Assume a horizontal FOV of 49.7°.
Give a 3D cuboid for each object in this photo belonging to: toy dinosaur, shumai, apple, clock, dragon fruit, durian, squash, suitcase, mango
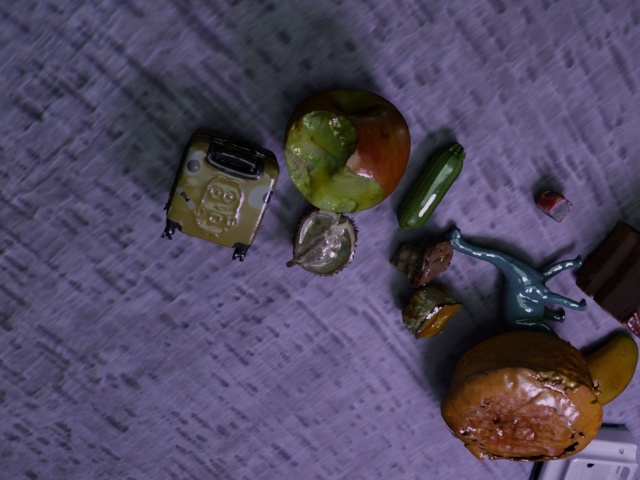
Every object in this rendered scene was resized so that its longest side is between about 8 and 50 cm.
[{"bbox_3d":[0.429,0.151,1.619,0.330,0.129,0.384,5,117,3],"label":"toy dinosaur"},{"bbox_3d":[0.231,0.039,1.537,0.123,0.139,0.105,-35,84,-20],"label":"shumai"},{"bbox_3d":[0.049,-0.165,1.325,0.246,0.246,0.226,2,124,-7],"label":"apple"},{"bbox_3d":[0.708,0.629,1.864,0.231,0.116,0.263,5,115,-8],"label":"clock"},{"bbox_3d":[0.510,-0.083,1.522,0.083,0.060,0.056,23,107,-45],"label":"dragon fruit"},{"bbox_3d":[0.000,0.000,1.487,0.188,0.091,0.148,-38,102,16],"label":"durian"},{"bbox_3d":[0.234,-0.112,1.466,0.068,0.077,0.219,40,109,20],"label":"squash"},{"bbox_3d":[-0.198,-0.100,1.384,0.193,0.143,0.235,18,114,-14],"label":"suitcase"},{"bbox_3d":[0.707,0.333,1.731,0.136,0.099,0.227,39,98,-15],"label":"mango"}]

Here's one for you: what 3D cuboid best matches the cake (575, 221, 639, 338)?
[{"bbox_3d":[0.736,0.118,1.514,0.198,0.293,0.196,32,104,-19],"label":"cake"}]

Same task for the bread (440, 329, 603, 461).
[{"bbox_3d":[0.466,0.371,1.617,0.336,0.204,0.358,24,135,-2],"label":"bread"}]

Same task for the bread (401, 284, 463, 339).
[{"bbox_3d":[0.248,0.167,1.578,0.140,0.069,0.128,0,130,-48],"label":"bread"}]
